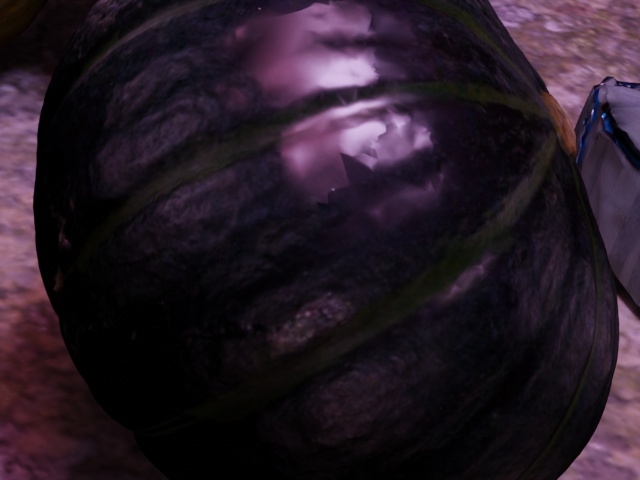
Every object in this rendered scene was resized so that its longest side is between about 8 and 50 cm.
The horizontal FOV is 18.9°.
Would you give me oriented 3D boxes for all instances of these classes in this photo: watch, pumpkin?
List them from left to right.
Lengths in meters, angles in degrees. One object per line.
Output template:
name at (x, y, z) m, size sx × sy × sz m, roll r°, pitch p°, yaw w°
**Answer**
pumpkin at (0.000, 0.000, 0.713) m, size 0.250 × 0.216 × 0.250 m, roll 32°, pitch 38°, yaw -30°
watch at (0.253, -0.040, 0.974) m, size 0.274 × 0.068 × 0.276 m, roll 5°, pitch 34°, yaw -14°

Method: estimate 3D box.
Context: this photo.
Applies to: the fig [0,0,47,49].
fig at (-0.191, -0.101, 0.876) m, size 0.149 × 0.149 × 0.245 m, roll 7°, pitch 55°, yaw -11°
